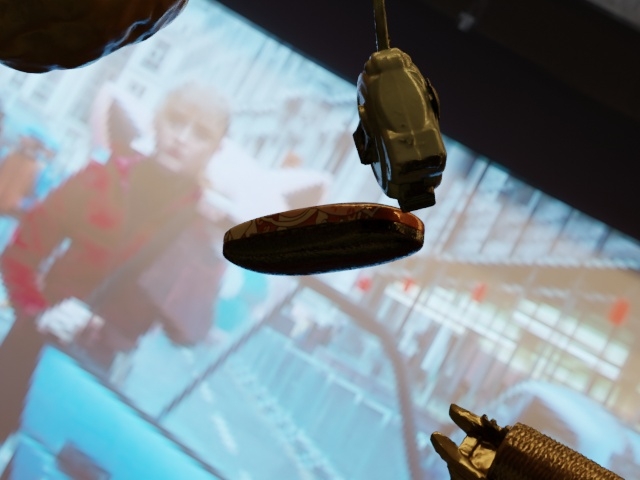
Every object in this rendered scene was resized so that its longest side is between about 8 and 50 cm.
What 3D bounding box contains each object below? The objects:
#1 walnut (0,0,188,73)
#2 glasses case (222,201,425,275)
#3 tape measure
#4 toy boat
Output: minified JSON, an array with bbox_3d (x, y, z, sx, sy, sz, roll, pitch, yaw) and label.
[{"bbox_3d":[-0.266,-0.339,1.383,0.383,0.383,0.383,28,-9,5],"label":"walnut"},{"bbox_3d":[0.000,0.000,1.798,0.267,0.067,0.103,-8,-21,41],"label":"glasses case"},{"bbox_3d":[0.062,-0.188,1.678,0.084,0.330,0.164,-10,-29,-10],"label":"tape measure"},{"bbox_3d":[0.264,0.277,1.741,0.310,0.089,0.115,28,-41,20],"label":"toy boat"}]
